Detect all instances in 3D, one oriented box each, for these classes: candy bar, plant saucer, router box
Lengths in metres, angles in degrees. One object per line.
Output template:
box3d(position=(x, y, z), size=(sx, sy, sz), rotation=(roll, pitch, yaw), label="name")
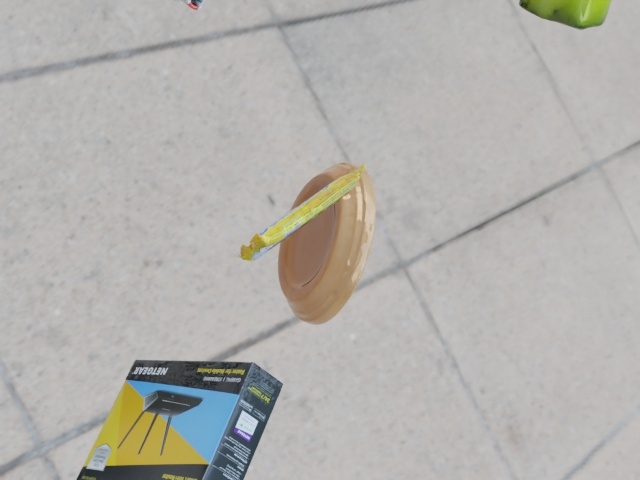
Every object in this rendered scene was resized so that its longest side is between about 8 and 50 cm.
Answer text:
box3d(position=(-0.013, -0.025, 0.990), size=(0.018, 0.040, 0.161), rotation=(52, 47, 2), label="candy bar")
box3d(position=(0.000, 0.000, 1.345), size=(0.037, 0.200, 0.200), rotation=(15, 57, -24), label="plant saucer")
box3d(position=(-0.127, 0.172, 0.993), size=(0.046, 0.179, 0.133), rotation=(40, 60, -33), label="router box")

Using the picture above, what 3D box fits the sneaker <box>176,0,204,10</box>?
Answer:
box3d(position=(-0.230, -0.418, 1.882), size=(0.057, 0.161, 0.075), rotation=(21, 64, -50), label="sneaker")

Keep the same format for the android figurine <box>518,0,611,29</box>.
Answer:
box3d(position=(0.164, -0.225, 0.468), size=(0.248, 0.273, 0.056), rotation=(-14, 39, -30), label="android figurine")
